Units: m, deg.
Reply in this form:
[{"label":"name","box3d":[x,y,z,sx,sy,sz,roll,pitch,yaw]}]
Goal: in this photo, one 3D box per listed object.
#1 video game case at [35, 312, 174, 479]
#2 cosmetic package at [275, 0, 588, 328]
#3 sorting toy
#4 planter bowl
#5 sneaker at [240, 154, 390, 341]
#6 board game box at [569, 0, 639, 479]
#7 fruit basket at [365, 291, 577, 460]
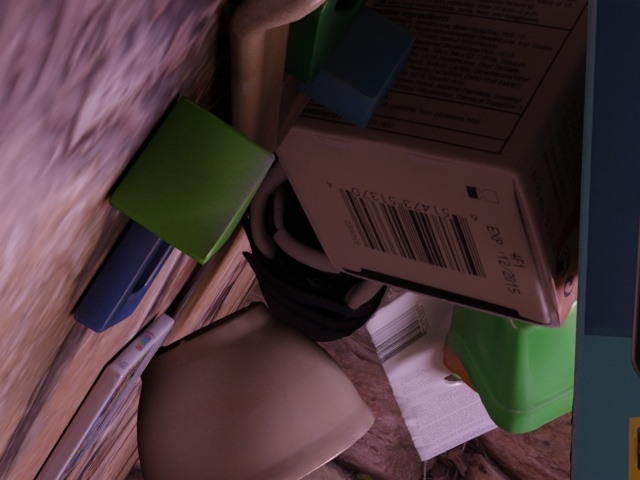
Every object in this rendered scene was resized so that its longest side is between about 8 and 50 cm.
[{"label":"video game case","box3d":[-0.121,0.091,0.671,0.087,0.011,0.122,-56,-179,11]},{"label":"cosmetic package","box3d":[0.117,-0.115,0.673,0.296,0.153,0.129,-56,143,-26]},{"label":"sorting toy","box3d":[0.031,-0.107,0.417,0.348,0.047,0.196,-57,-179,-13]},{"label":"planter bowl","box3d":[-0.060,0.109,0.807,0.162,0.109,0.162,-27,-179,1]},{"label":"sneaker","box3d":[0.000,0.000,0.880,0.321,0.126,0.127,106,8,-51]},{"label":"board game box","box3d":[0.141,-0.073,0.439,0.254,0.079,0.336,-61,151,-59]},{"label":"fruit basket","box3d":[0.194,0.033,0.841,0.327,0.165,0.353,-26,159,-1]}]
